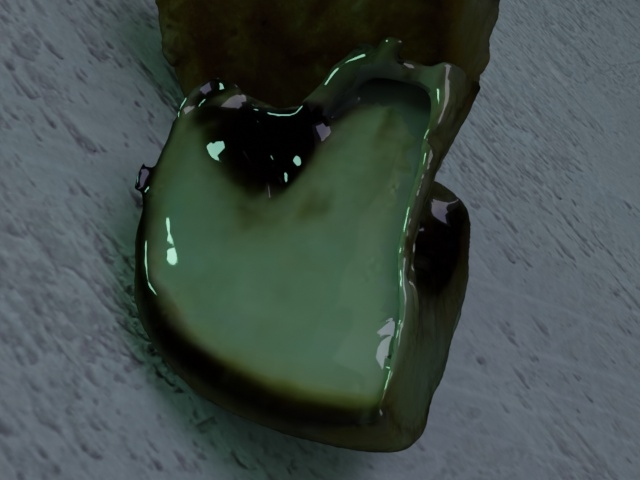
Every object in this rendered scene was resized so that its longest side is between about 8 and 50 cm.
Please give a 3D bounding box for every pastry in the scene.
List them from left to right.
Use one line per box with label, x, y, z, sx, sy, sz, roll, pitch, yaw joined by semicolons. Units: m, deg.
pastry;-0.006;-0.192;1.177;0.329;0.329;0.136;48;37;6

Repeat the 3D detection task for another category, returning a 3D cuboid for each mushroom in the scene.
mushroom;-0.009;0.005;1.052;0.212;0.218;0.292;39;59;-66
